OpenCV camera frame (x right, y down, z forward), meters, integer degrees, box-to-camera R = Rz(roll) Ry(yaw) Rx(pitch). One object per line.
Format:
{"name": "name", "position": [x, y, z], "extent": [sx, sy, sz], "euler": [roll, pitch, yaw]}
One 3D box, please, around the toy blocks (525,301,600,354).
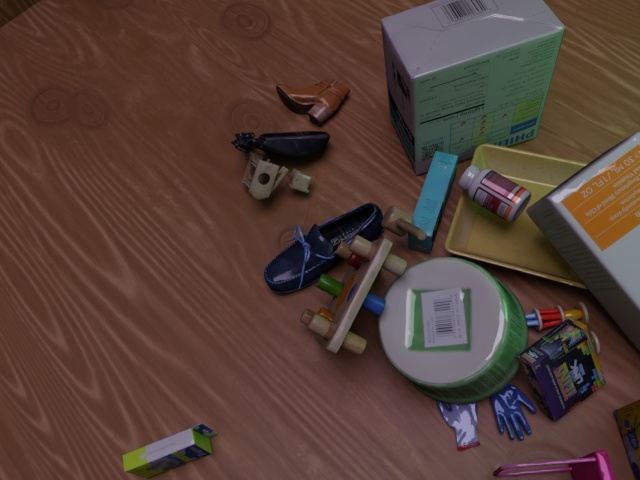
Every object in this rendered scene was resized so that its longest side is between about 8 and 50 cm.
{"name": "toy blocks", "position": [0.515, 0.203, 1.167], "extent": [0.148, 0.054, 0.123], "euler": [-9, 61, 5]}

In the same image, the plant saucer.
{"name": "plant saucer", "position": [0.505, -0.056, 1.294], "extent": [0.332, 0.081, 0.333], "euler": [16, 66, 18]}

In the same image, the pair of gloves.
{"name": "pair of gloves", "position": [0.353, 0.355, 1.136], "extent": [0.198, 0.023, 0.159], "euler": [-13, 62, 4]}

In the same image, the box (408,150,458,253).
{"name": "box", "position": [0.285, -0.098, 1.344], "extent": [0.060, 0.100, 0.244], "euler": [15, 66, 17]}

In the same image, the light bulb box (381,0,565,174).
{"name": "light bulb box", "position": [0.363, -0.401, 1.343], "extent": [0.357, 0.361, 0.225], "euler": [-17, 59, 1]}

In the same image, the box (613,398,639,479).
{"name": "box", "position": [0.677, 0.397, 0.895], "extent": [0.177, 0.290, 0.279], "euler": [-9, 63, 5]}

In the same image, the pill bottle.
{"name": "pill bottle", "position": [0.406, -0.115, 1.248], "extent": [0.152, 0.086, 0.086], "euler": [37, 74, 25]}

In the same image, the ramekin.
{"name": "ramekin", "position": [0.270, 0.181, 1.122], "extent": [0.303, 0.148, 0.303], "euler": [-11, 64, 24]}

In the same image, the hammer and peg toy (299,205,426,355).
{"name": "hammer and peg toy", "position": [0.089, 0.068, 1.166], "extent": [0.127, 0.266, 0.361], "euler": [29, 84, -4]}

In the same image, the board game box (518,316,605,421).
{"name": "board game box", "position": [0.492, 0.262, 1.078], "extent": [0.141, 0.170, 0.048], "euler": [-34, 25, -9]}

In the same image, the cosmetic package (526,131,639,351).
{"name": "cosmetic package", "position": [0.667, 0.039, 1.072], "extent": [0.230, 0.161, 0.453], "euler": [-37, 82, 0]}

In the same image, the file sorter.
{"name": "file sorter", "position": [0.422, 0.539, 0.923], "extent": [0.182, 0.202, 0.291], "euler": [-8, 61, 8]}

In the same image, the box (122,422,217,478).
{"name": "box", "position": [-0.320, 0.459, 1.153], "extent": [0.178, 0.109, 0.042], "euler": [-21, 57, -1]}

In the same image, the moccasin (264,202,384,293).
{"name": "moccasin", "position": [0.000, 0.000, 1.334], "extent": [0.342, 0.117, 0.138], "euler": [-35, 62, -9]}

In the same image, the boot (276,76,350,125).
{"name": "boot", "position": [-0.023, -0.447, 1.607], "extent": [0.197, 0.073, 0.152], "euler": [38, 75, 13]}

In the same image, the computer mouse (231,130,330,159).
{"name": "computer mouse", "position": [-0.108, -0.266, 1.501], "extent": [0.272, 0.072, 0.188], "euler": [-2, 17, -2]}

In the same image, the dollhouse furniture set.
{"name": "dollhouse furniture set", "position": [-0.133, -0.170, 1.496], "extent": [0.101, 0.161, 0.182], "euler": [-69, 23, 11]}
